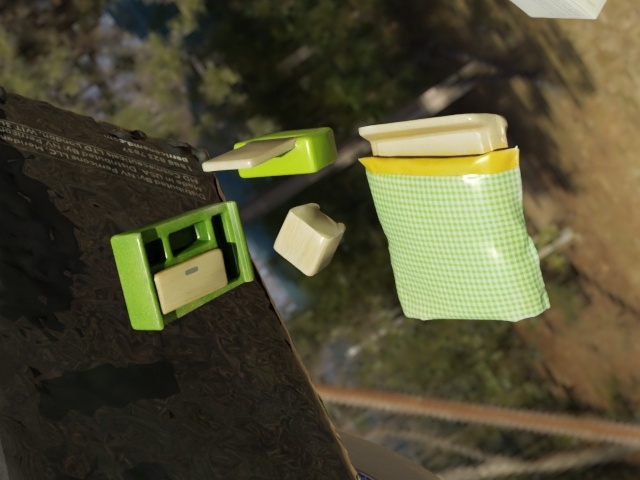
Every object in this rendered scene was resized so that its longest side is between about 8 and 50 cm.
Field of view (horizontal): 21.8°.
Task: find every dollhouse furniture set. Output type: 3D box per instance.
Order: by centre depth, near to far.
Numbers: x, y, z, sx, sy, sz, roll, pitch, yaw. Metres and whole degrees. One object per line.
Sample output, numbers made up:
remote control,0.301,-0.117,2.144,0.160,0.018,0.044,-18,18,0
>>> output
dollhouse furniture set,0.000,0.000,0.596,0.058,0.151,0.076,-26,-72,-50

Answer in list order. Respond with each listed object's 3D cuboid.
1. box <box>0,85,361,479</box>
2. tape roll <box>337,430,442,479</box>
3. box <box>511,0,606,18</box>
box,-0.147,0.132,0.724,0.182,0.296,0.294,16,-152,-34
tape roll,-0.007,0.196,1.082,0.219,0.072,0.219,14,-164,-4
box,0.159,-0.222,1.159,0.102,0.101,0.087,32,174,-25
